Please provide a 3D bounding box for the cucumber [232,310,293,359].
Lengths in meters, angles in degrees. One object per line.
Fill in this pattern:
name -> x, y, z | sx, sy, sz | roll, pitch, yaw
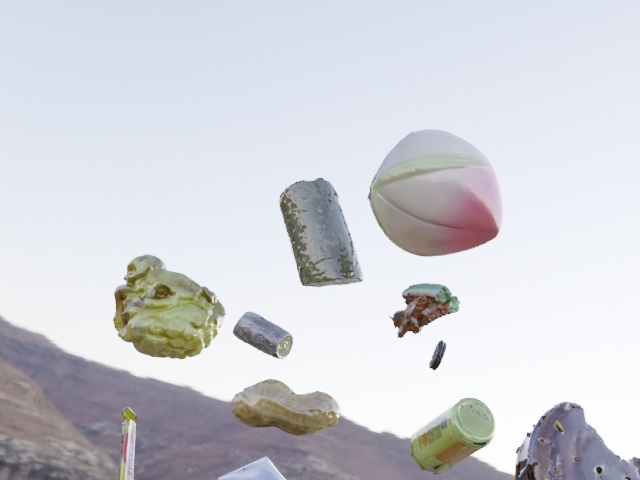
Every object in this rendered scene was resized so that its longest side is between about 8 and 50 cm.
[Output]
cucumber -> -0.107, 0.180, 1.414 | 0.112, 0.064, 0.064 | 28, -14, 19

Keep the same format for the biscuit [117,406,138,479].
biscuit -> -0.363, 0.444, 1.395 | 0.026, 0.292, 0.048 | -20, -46, 9

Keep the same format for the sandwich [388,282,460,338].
sandwich -> 0.303, 0.205, 2.247 | 0.184, 0.160, 0.109 | -15, -73, 50

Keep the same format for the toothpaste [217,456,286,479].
toothpaste -> -0.107, 0.536, 1.590 | 0.125, 0.080, 0.371 | -20, 13, -23

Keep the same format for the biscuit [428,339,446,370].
biscuit -> 0.342, 0.335, 2.192 | 0.027, 0.087, 0.089 | 23, -51, 3

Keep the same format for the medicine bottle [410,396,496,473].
medicine bottle -> 0.304, 0.466, 1.772 | 0.124, 0.124, 0.239 | 19, -38, -11

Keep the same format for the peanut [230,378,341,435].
peanut -> -0.060, 0.290, 1.313 | 0.192, 0.089, 0.089 | 11, -18, -2

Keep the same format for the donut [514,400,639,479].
donut -> 0.366, 0.349, 1.034 | 0.230, 0.216, 0.096 | 29, -41, -11

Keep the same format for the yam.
yam -> 0.000, 0.000, 1.963 | 0.168, 0.304, 0.168 | -13, -26, -7

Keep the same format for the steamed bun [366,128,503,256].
steamed bun -> 0.286, -0.090, 1.719 | 0.309, 0.309, 0.309 | 14, -18, 5

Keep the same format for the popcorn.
popcorn -> -0.381, 0.173, 1.792 | 0.286, 0.225, 0.174 | 32, -42, 13
